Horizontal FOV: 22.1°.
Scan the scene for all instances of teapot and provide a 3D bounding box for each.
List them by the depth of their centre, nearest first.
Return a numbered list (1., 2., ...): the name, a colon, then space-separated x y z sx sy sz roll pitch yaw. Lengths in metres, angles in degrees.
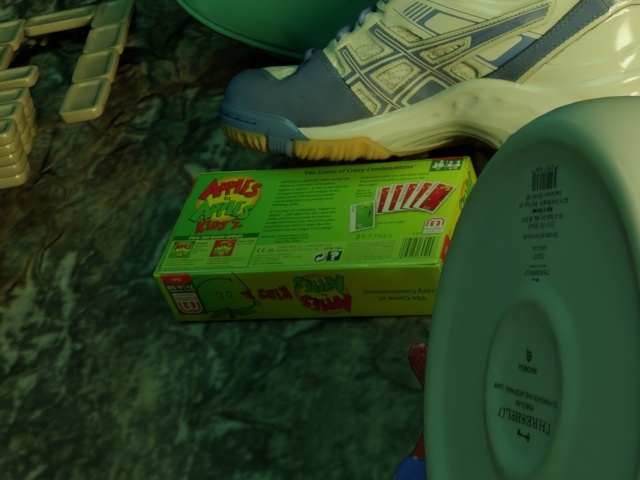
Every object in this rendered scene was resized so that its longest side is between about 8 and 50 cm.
1. teapot: 0.162 0.065 0.655 0.187 0.253 0.256 4 43 -18

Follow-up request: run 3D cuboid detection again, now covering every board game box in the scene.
1. board game box: 0.000 0.000 0.986 0.181 0.043 0.092 -2 43 22

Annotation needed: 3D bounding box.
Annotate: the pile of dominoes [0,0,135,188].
1. pile of dominoes: -0.237 -0.103 1.194 0.195 0.040 0.251 -10 26 5

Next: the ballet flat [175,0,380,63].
1. ballet flat: 0.128 -0.199 1.073 0.482 0.164 0.182 3 26 33

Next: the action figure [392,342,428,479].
1. action figure: 0.027 0.143 0.751 0.091 0.139 0.280 0 47 27

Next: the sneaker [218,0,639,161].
1. sneaker: 0.069 -0.117 0.984 0.296 0.131 0.112 -2 10 28
